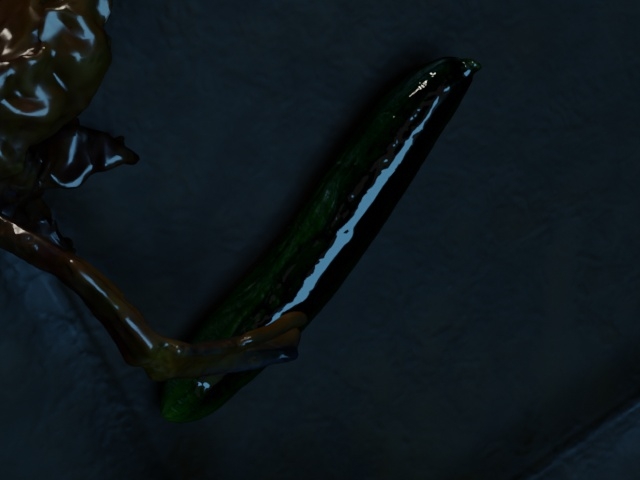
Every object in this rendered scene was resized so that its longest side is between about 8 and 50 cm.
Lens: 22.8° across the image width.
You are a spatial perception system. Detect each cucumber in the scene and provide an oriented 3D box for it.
[{"bbox_3d":[0.000,0.000,0.959,0.056,0.056,0.284,40,89,-30],"label":"cucumber"}]

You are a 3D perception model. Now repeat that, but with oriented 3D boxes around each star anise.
[{"bbox_3d":[-0.146,-0.037,0.821,0.346,0.148,0.237,41,87,-20],"label":"star anise"}]
